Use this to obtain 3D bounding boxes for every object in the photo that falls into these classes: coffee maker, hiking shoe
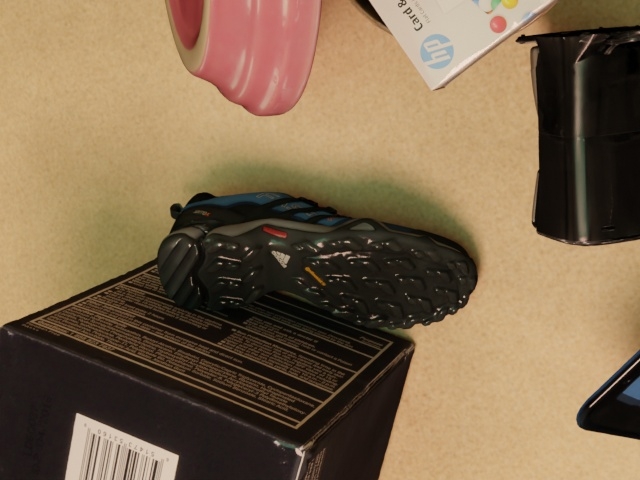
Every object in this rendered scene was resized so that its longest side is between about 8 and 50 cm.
[{"bbox_3d":[0.232,-0.087,1.000,0.120,0.171,0.178,-4,101,6],"label":"coffee maker"},{"bbox_3d":[0.000,0.000,1.142,0.304,0.132,0.113,7,125,-2],"label":"hiking shoe"}]

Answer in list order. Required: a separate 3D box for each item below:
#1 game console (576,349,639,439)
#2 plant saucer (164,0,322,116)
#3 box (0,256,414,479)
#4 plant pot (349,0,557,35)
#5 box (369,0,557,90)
[{"bbox_3d":[0.404,0.118,0.969,0.250,0.173,0.293,44,113,9],"label":"game console"},{"bbox_3d":[-0.082,-0.270,1.016,0.084,0.332,0.332,-6,100,-16],"label":"plant saucer"},{"bbox_3d":[-0.106,0.165,1.119,0.296,0.294,0.183,20,110,18],"label":"box"},{"bbox_3d":[0.138,-0.269,0.967,0.215,0.230,0.215,5,103,21],"label":"plant pot"},{"bbox_3d":[0.114,-0.219,0.840,0.186,0.038,0.145,-35,86,25],"label":"box"}]
